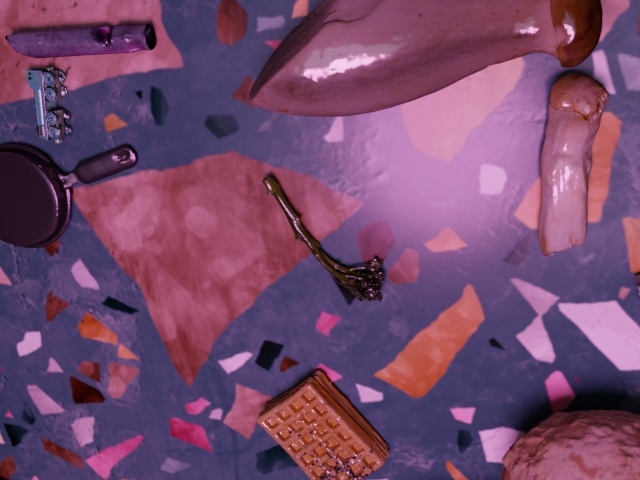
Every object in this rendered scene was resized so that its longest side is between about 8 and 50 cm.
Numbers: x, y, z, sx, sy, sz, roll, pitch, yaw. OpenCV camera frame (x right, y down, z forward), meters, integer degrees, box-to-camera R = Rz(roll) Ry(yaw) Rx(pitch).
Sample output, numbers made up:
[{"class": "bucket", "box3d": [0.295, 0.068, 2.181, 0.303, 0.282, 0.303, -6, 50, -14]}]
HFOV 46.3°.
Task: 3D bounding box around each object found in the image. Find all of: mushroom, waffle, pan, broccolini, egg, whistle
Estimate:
[{"class": "mushroom", "box3d": [0.260, -0.072, 0.786, 0.059, 0.054, 0.202, 4, 113, 9]}, {"class": "waffle", "box3d": [0.004, 0.245, 0.942, 0.102, 0.042, 0.148, -38, 97, 20]}, {"class": "pan", "box3d": [-0.330, -0.067, 0.917, 0.235, 0.028, 0.136, -19, 103, 16]}, {"class": "mushroom", "box3d": [0.093, -0.195, 0.738, 0.351, 0.128, 0.128, -7, 106, 11]}, {"class": "broccolini", "box3d": [-0.003, 0.005, 0.870, 0.194, 0.054, 0.052, 41, 129, -1]}, {"class": "egg", "box3d": [0.315, 0.285, 0.812, 0.245, 0.203, 0.203, 12, 110, 1]}, {"class": "whistle", "box3d": [-0.272, -0.227, 0.853, 0.177, 0.033, 0.033, -1, 107, 11]}]

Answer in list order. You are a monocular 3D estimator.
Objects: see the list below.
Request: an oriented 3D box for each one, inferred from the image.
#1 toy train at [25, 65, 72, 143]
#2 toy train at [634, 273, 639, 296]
[{"class": "toy train", "box3d": [-0.323, -0.161, 0.888, 0.045, 0.029, 0.092, 7, 110, 17]}, {"class": "toy train", "box3d": [0.400, 0.128, 0.822, 0.043, 0.047, 0.207, -21, 103, 21]}]
